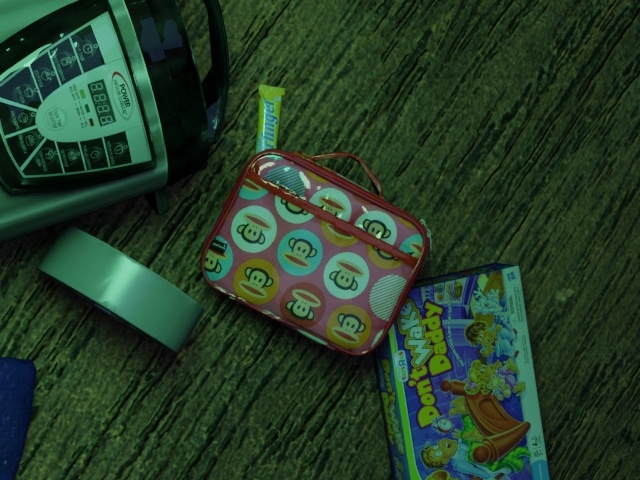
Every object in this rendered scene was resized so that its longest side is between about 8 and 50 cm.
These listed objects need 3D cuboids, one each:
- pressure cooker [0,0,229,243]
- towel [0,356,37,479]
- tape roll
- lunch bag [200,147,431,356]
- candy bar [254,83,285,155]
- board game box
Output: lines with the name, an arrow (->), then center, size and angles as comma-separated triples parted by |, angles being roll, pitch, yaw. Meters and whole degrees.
pressure cooker -> -0.317, -0.216, 1.606 | 0.420, 0.370, 0.375 | -20, 73, -16
towel -> -0.513, 0.292, 1.737 | 0.227, 0.076, 0.308 | 13, 87, -28
tape roll -> -0.264, 0.065, 1.739 | 0.219, 0.219, 0.072 | 34, 80, -19
lunch bag -> 0.000, 0.000, 1.858 | 0.293, 0.120, 0.258 | 27, 91, -4
candy bar -> -0.077, -0.145, 1.911 | 0.040, 0.018, 0.161 | 5, 90, -21
board game box -> 0.210, 0.227, 2.008 | 0.233, 0.078, 0.347 | -12, 97, -20
